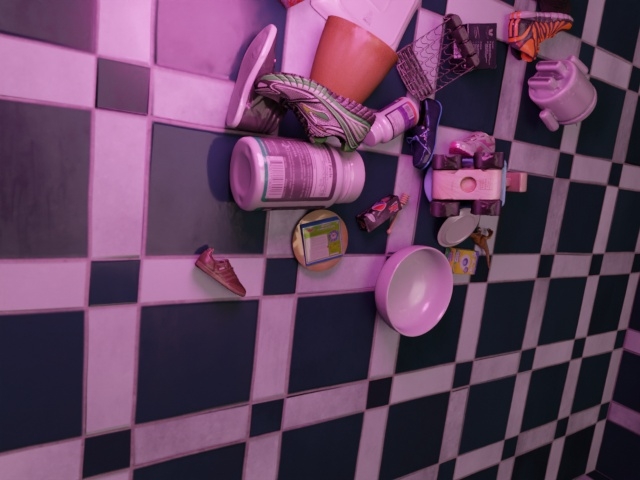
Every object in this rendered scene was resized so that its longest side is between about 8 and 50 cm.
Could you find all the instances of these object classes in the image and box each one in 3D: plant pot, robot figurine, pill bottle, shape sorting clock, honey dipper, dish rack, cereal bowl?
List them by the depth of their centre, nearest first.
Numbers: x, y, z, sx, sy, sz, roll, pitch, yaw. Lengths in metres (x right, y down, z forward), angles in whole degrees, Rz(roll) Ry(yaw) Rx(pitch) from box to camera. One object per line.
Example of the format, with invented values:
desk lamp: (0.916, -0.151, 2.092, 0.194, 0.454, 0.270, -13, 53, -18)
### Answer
pill bottle: (-0.063, -0.190, 1.341, 0.360, 0.204, 0.204, -4, 103, -33)
plant pot: (0.064, -0.481, 1.361, 0.237, 0.237, 0.255, 22, 103, -34)
shape sorting clock: (0.000, 0.000, 1.524, 0.206, 0.040, 0.206, -7, 105, -27)
pill bottle: (0.227, -0.392, 1.539, 0.193, 0.108, 0.108, -34, 117, -21)
dish rack: (0.397, -0.623, 1.583, 0.271, 0.074, 0.208, -32, 106, 5)
honey dipper: (0.283, -0.097, 1.695, 0.030, 0.030, 0.161, 24, 92, -34)
cereal bowl: (0.330, 0.175, 1.718, 0.338, 0.141, 0.339, -9, 106, -31)
robot figurine: (1.026, -0.620, 1.946, 0.353, 0.199, 0.300, 22, 99, -34)

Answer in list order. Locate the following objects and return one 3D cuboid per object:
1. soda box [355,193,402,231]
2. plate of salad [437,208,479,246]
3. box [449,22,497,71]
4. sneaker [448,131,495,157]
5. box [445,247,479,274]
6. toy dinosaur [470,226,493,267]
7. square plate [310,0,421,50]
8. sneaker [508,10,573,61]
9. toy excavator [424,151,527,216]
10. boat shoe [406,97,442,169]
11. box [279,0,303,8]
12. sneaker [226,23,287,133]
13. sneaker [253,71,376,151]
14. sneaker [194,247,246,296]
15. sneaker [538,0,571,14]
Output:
soda box: (0.208, -0.098, 1.628, 0.168, 0.053, 0.060, -35, 118, -22)
plate of salad: (0.549, -0.057, 1.844, 0.199, 0.048, 0.200, -16, 135, -17)
box: (0.560, -0.707, 1.689, 0.158, 0.093, 0.156, -15, 110, -28)
sneaker: (0.592, -0.372, 1.793, 0.252, 0.102, 0.111, 1, 97, -40)
box: (0.584, 0.086, 1.922, 0.179, 0.043, 0.105, 5, 99, -32)
toy dinosaur: (0.695, 0.004, 1.974, 0.112, 0.064, 0.211, -44, 113, 4)
square plate: (0.175, -0.779, 1.451, 0.347, 0.049, 0.344, 29, 84, -34)
sneaker: (0.879, -0.821, 1.867, 0.320, 0.124, 0.180, -8, 110, -20)
toy excavator: (0.613, -0.227, 1.775, 0.432, 0.445, 0.223, 0, 100, 8)
boat shoe: (0.357, -0.383, 1.645, 0.088, 0.109, 0.259, 17, 75, -27)
box: (-0.034, -0.788, 1.266, 0.122, 0.128, 0.257, 41, 79, -33)
sneaker: (-0.150, -0.437, 1.294, 0.146, 0.104, 0.296, 16, 98, -36)
sneaker: (-0.021, -0.343, 1.232, 0.343, 0.134, 0.146, 22, 100, -18)
sneaker: (-0.277, 0.096, 1.353, 0.188, 0.066, 0.071, 43, 76, -33)
sneaker: (0.947, -0.987, 1.853, 0.286, 0.130, 0.109, 12, 93, -35)
